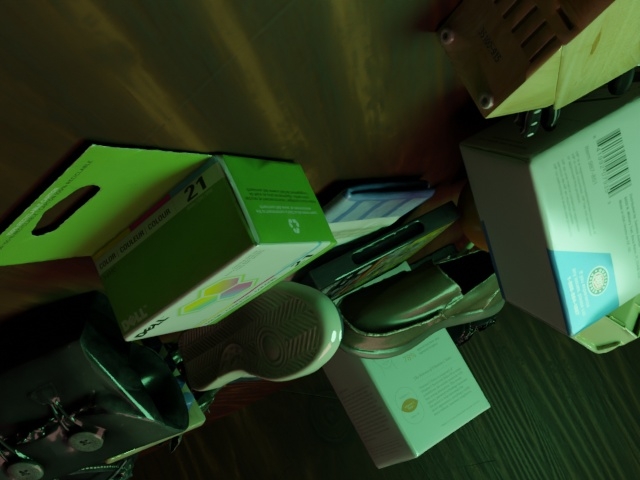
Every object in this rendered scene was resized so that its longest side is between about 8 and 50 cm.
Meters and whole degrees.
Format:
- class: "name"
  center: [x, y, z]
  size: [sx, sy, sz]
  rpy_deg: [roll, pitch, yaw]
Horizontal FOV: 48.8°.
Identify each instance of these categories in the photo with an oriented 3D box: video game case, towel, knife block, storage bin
- class: "video game case"
  center: [0.061, 0.043, 1.102]
  size: [0.248, 0.035, 0.275]
  rpy_deg: [-26, 170, -21]
- class: "towel"
  center: [0.000, 0.000, 0.958]
  size: [0.285, 0.034, 0.209]
  rpy_deg: [-37, 163, 36]
- class: "knife block"
  center: [0.231, -0.187, 0.578]
  size: [0.242, 0.088, 0.276]
  rpy_deg: [-18, 164, -34]
- class: "storage bin"
  center: [0.540, 0.049, 1.439]
  size: [0.262, 0.260, 0.123]
  rpy_deg: [-55, 176, -30]

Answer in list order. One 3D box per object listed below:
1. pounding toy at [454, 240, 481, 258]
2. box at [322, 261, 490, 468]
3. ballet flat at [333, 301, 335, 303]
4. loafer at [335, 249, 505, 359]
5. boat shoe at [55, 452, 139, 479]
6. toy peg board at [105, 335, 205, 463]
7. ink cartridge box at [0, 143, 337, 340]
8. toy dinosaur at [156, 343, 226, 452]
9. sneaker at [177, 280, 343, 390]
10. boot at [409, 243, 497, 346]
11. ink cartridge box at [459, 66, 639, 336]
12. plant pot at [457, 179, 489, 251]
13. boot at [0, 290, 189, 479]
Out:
- class: "pounding toy"
  center: [0.316, -0.033, 1.300]
  size: [0.181, 0.094, 0.206]
  rpy_deg: [-25, 158, 19]
- class: "box"
  center: [0.145, 0.250, 1.449]
  size: [0.215, 0.345, 0.168]
  rpy_deg: [-22, 167, -32]
- class: "ballet flat"
  center: [0.001, 0.106, 1.301]
  size: [0.041, 0.041, 0.114]
  rpy_deg: [-33, 150, 28]
- class: "loafer"
  center: [0.171, 0.087, 1.218]
  size: [0.366, 0.134, 0.130]
  rpy_deg: [-17, 135, -27]
- class: "boat shoe"
  center: [-0.400, 0.364, 1.203]
  size: [0.186, 0.156, 0.500]
  rpy_deg: [19, 166, -1]
- class: "toy peg board"
  center: [-0.262, 0.208, 1.021]
  size: [0.160, 0.161, 0.079]
  rpy_deg: [-13, 147, -41]
- class: "ink cartridge box"
  center: [-0.137, 0.011, 0.625]
  size: [0.189, 0.097, 0.255]
  rpy_deg: [-34, 165, 29]
- class: "toy dinosaur"
  center: [-0.226, 0.225, 1.243]
  size: [0.218, 0.164, 0.322]
  rpy_deg: [-31, 158, -56]
- class: "sneaker"
  center: [-0.059, 0.123, 0.972]
  size: [0.148, 0.131, 0.350]
  rpy_deg: [-11, 174, -39]
- class: "boot"
  center: [0.248, 0.152, 1.590]
  size: [0.246, 0.207, 0.094]
  rpy_deg: [-29, 166, 15]
- class: "ink cartridge box"
  center: [0.341, -0.072, 0.809]
  size: [0.307, 0.223, 0.129]
  rpy_deg: [-28, -155, -14]
- class: "plant pot"
  center: [0.290, -0.052, 0.993]
  size: [0.205, 0.205, 0.188]
  rpy_deg: [-22, -179, -14]
- class: "boot"
  center: [-0.364, 0.283, 0.883]
  size: [0.445, 0.146, 0.367]
  rpy_deg: [-29, 136, 4]
